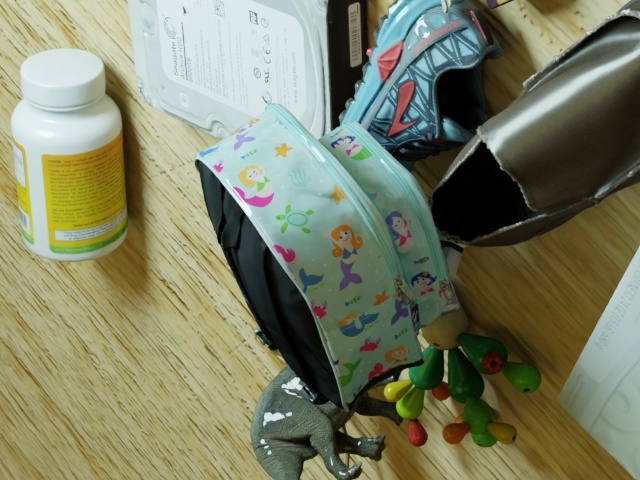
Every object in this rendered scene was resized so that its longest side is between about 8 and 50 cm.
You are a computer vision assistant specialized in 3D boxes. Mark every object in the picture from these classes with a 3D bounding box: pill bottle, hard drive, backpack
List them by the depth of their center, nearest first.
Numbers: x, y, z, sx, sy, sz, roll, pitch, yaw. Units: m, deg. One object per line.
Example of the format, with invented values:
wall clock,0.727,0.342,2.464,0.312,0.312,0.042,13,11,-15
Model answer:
backpack,0.000,0.000,1.488,0.225,0.191,0.253,49,173,44
hard drive,-0.084,-0.213,1.752,0.339,0.064,0.237,28,132,41
pill bottle,-0.313,-0.108,2.049,0.136,0.136,0.246,32,134,37

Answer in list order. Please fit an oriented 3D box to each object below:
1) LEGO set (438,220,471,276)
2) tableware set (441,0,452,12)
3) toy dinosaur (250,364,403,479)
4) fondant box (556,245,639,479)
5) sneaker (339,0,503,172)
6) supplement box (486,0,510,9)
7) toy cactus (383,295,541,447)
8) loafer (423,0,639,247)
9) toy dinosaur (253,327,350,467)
LEGO set,0.074,0.023,1.652,0.227,0.087,0.093,11,79,47
tableware set,0.100,-0.284,1.438,0.104,0.024,0.154,124,138,-64
toy dinosaur,-0.005,0.183,1.786,0.160,0.313,0.121,16,158,21
fondant box,0.376,0.156,1.370,0.330,0.096,0.238,44,141,24
sneaker,0.094,-0.116,1.550,0.125,0.104,0.262,43,141,23
supplement box,0.160,-0.251,1.428,0.055,0.043,0.083,-19,97,55
toy cactus,0.130,0.129,1.678,0.219,0.112,0.180,-27,80,64
loafer,0.211,-0.079,1.397,0.134,0.130,0.366,56,144,11
toy dinosaur,-0.002,0.166,1.908,0.211,0.064,0.112,56,164,27
